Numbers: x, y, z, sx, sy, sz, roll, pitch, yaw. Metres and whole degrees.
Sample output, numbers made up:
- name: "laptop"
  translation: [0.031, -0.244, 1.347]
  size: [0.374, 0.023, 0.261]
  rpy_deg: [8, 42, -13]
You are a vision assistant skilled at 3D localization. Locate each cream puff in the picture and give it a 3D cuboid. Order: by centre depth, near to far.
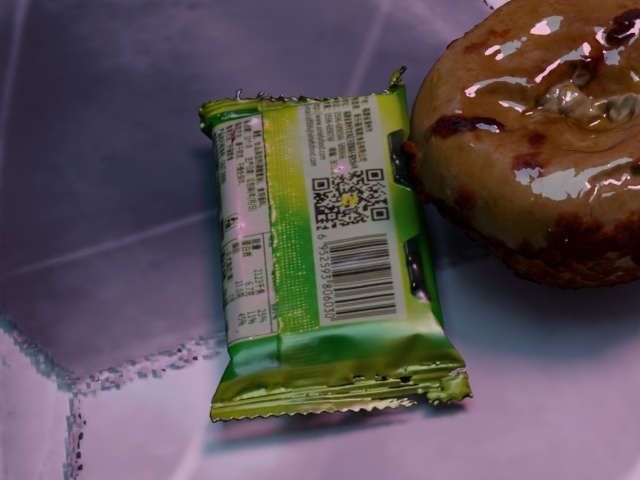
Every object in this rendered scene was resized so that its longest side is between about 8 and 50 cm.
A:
- name: "cream puff"
  translation: [0.107, -0.038, 0.764]
  size: [0.149, 0.084, 0.149]
  rpy_deg: [-8, 46, 8]

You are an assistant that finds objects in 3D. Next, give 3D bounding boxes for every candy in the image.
- name: "candy"
  translation: [0.000, 0.001, 0.781]
  size: [0.102, 0.032, 0.178]
  rpy_deg: [-11, 47, 4]
